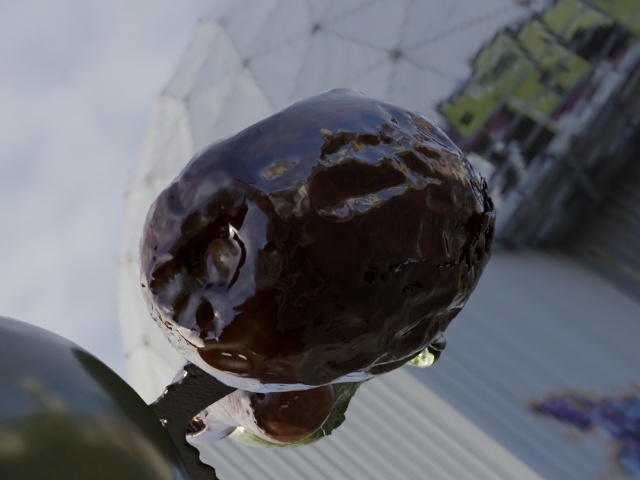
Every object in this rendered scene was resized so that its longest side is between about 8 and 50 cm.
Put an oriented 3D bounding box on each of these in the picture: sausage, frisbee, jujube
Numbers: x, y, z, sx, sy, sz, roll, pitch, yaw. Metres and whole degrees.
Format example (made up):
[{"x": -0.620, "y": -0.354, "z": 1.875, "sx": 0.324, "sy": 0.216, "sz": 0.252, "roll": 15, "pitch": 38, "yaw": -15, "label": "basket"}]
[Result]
[{"x": -0.062, "y": 0.118, "z": 1.424, "sx": 0.079, "sy": 0.326, "sz": 0.087, "roll": 16, "pitch": -100, "yaw": -14, "label": "sausage"}, {"x": -0.130, "y": 0.122, "z": 1.233, "sx": 0.187, "sy": 0.012, "sz": 0.211, "roll": 6, "pitch": -42, "yaw": -15, "label": "frisbee"}, {"x": 0.000, "y": 0.000, "z": 1.067, "sx": 0.243, "sy": 0.183, "sz": 0.183, "roll": -4, "pitch": -57, "yaw": -58, "label": "jujube"}]

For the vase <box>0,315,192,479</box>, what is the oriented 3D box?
[{"x": -0.166, "y": 0.224, "z": 0.832, "sx": 0.329, "sy": 0.241, "sz": 0.302, "roll": -44, "pitch": -65, "yaw": -11, "label": "vase"}]

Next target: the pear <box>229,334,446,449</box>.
[{"x": -0.023, "y": 0.114, "z": 1.934, "sx": 0.255, "sy": 0.164, "sz": 0.238, "roll": -38, "pitch": -30, "yaw": 7, "label": "pear"}]
